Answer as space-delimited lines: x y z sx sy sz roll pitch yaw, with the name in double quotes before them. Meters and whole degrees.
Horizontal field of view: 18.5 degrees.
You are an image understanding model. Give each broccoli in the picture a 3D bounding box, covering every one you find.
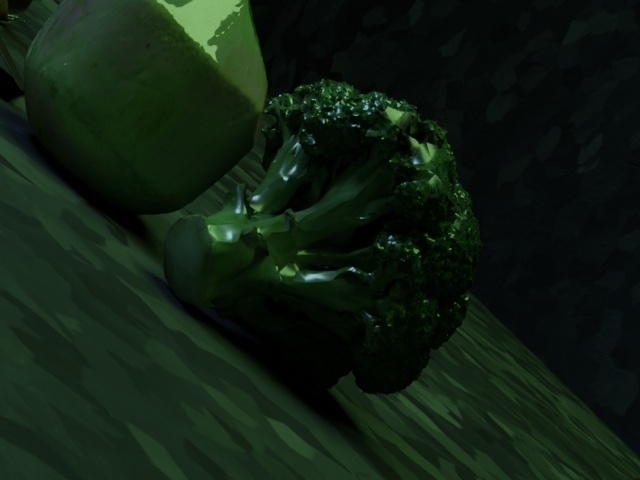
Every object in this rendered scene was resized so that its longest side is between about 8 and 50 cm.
"broccoli" 0.000 0.000 1.632 0.270 0.270 0.270 -6 33 -32

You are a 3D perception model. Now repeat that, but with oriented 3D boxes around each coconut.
"coconut" -0.145 -0.150 1.728 0.204 0.236 0.236 41 5 -23

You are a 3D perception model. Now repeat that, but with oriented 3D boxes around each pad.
"pad" -0.340 -0.260 1.857 0.266 0.002 0.176 64 -3 -6

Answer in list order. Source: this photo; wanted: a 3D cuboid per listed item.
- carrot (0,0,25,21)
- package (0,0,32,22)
"carrot" -0.389 -0.276 1.980 0.078 0.078 0.298 43 3 32
"package" -0.439 -0.408 2.172 0.311 0.165 0.221 42 6 14
